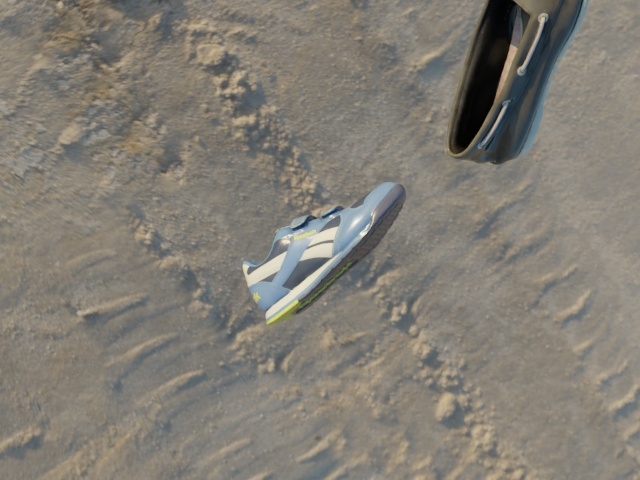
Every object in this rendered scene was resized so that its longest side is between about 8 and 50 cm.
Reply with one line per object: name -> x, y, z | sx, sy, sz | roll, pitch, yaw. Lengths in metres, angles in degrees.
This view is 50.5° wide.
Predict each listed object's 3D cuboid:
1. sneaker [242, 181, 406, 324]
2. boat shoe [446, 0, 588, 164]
sneaker -> 0.000, 0.000, 0.504 | 0.144, 0.059, 0.053 | -41, 163, 9
boat shoe -> 0.221, -0.233, 0.782 | 0.095, 0.112, 0.335 | -9, 129, -18
